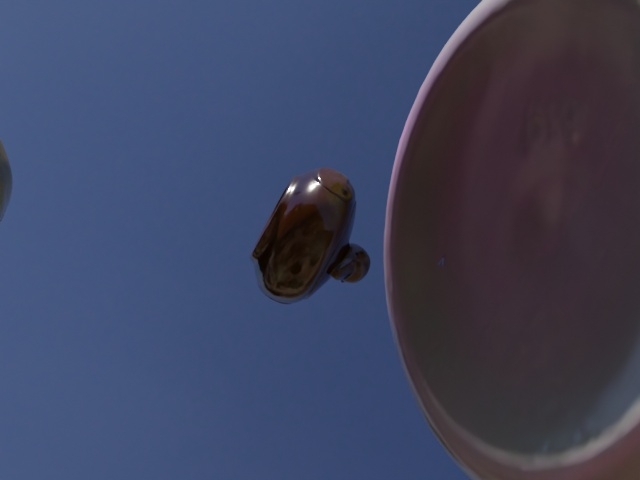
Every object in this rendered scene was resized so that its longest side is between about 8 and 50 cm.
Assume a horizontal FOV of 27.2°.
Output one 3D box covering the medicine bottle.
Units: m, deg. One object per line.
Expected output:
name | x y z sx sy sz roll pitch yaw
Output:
medicine bottle | 0.222 0.009 0.625 0.324 0.256 0.256 7 -29 -31

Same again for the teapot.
teapot | 0.000 0.000 0.930 0.078 0.129 0.098 29 -74 -4

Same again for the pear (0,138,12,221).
pear | -0.435 -0.043 1.192 0.309 0.309 0.309 18 -43 18
